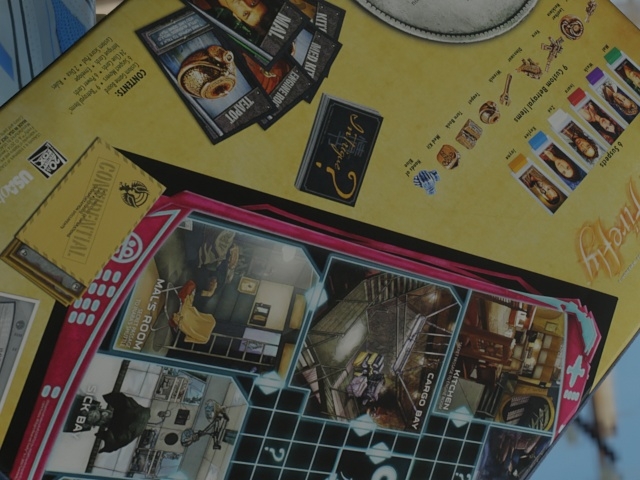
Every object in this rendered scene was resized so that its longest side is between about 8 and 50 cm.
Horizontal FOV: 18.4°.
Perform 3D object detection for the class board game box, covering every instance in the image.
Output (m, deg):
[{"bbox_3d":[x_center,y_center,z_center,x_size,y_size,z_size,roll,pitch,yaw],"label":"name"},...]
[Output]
[{"bbox_3d":[0.000,0.000,0.533,0.243,0.165,0.042,-46,-179,-34],"label":"board game box"}]

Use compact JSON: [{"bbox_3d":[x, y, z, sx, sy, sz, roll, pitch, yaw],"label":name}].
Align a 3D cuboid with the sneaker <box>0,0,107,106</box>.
[{"bbox_3d":[-0.112,-0.094,0.571,0.085,0.237,0.086,38,-104,25],"label":"sneaker"}]
